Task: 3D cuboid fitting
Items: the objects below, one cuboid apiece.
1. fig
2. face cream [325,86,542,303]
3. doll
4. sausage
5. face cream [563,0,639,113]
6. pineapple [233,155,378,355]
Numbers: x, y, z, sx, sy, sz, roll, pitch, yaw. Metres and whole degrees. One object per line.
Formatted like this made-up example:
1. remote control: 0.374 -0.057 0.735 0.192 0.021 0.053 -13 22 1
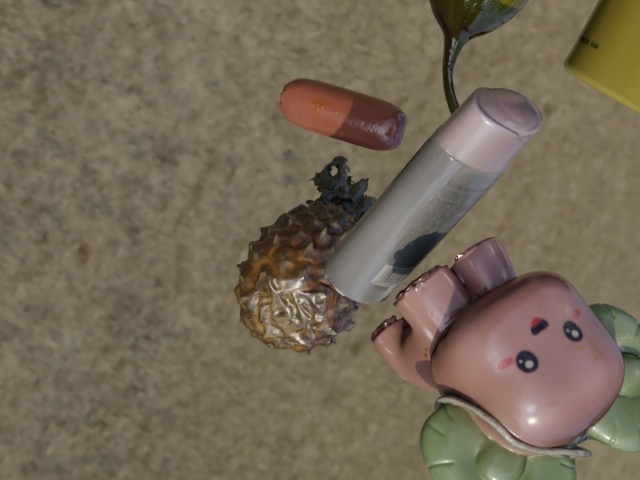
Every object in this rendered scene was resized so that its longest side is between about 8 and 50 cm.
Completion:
1. fig: 0.166 -0.240 1.670 0.124 0.124 0.236 0 105 -66
2. face cream: 0.112 -0.043 1.503 0.107 0.073 0.269 -11 149 -49
3. doll: 0.196 0.139 1.471 0.284 0.268 0.216 -29 163 -22
4. sausage: 0.025 -0.149 1.755 0.062 0.154 0.062 18 90 -77
5. face cream: 0.385 -0.204 1.529 0.179 0.218 0.218 -61 159 11
6. pineapple: 0.000 0.000 1.946 0.361 0.175 0.175 -70 167 -53
